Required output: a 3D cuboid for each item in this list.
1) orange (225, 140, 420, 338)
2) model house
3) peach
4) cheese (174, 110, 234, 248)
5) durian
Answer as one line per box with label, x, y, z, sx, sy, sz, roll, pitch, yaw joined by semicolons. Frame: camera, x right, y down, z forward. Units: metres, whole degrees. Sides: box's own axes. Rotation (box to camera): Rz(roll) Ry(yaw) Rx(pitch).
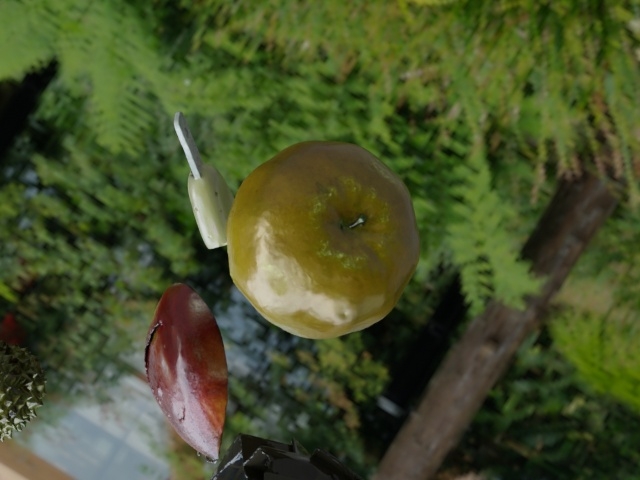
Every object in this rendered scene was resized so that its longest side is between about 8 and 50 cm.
orange;0.000;0.000;1.887;0.279;0.279;0.235;33;157;-13
model house;-0.010;0.385;1.880;0.243;0.204;0.211;17;-141;-23
peach;-0.213;0.203;2.034;0.068;0.279;0.189;-3;157;-37
cheese;-0.187;-0.092;2.158;0.127;0.050;0.255;-87;-19;-50
durian;-0.439;0.212;1.961;0.108;0.187;0.119;-17;-146;-31
